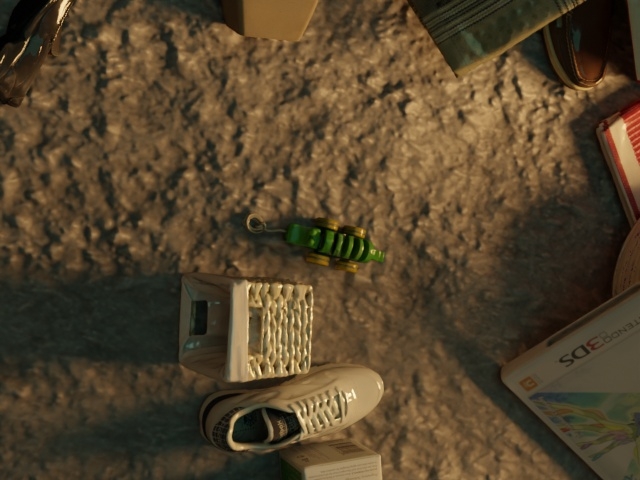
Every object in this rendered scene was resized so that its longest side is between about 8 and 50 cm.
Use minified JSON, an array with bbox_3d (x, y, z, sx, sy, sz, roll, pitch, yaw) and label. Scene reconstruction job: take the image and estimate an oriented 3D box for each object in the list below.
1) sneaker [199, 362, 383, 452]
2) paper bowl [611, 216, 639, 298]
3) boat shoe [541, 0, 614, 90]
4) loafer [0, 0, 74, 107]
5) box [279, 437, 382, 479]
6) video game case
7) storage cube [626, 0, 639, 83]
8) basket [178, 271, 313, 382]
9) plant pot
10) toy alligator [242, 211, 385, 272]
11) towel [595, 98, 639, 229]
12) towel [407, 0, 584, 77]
[{"bbox_3d":[-0.023,0.207,1.246,0.235,0.095,0.090,-13,94,-22],"label":"sneaker"},{"bbox_3d":[0.552,0.069,1.416,0.284,0.148,0.284,-4,100,-23],"label":"paper bowl"},{"bbox_3d":[0.347,-0.328,1.372,0.095,0.095,0.257,-9,95,-20],"label":"boat shoe"},{"bbox_3d":[-0.312,-0.224,1.150,0.170,0.062,0.061,-53,130,-8],"label":"loafer"},{"bbox_3d":[0.012,0.296,1.257,0.102,0.101,0.087,-6,94,-19],"label":"box"},{"bbox_3d":[0.455,0.204,1.361,0.300,0.036,0.329,-38,109,27],"label":"video game case"},{"bbox_3d":[0.489,-0.308,1.339,0.184,0.193,0.215,-6,96,21],"label":"storage cube"},{"bbox_3d":[-0.086,0.095,1.182,0.103,0.167,0.113,2,90,-26],"label":"basket"},{"bbox_3d":[-0.061,-0.287,1.214,0.109,0.109,0.096,1,109,-21],"label":"plant pot"},{"bbox_3d":[0.000,0.000,1.271,0.190,0.051,0.056,15,86,-21],"label":"toy alligator"},{"bbox_3d":[0.556,-0.125,1.492,0.329,0.037,0.237,-28,103,-16],"label":"towel"},{"bbox_3d":[0.219,-0.407,1.271,0.324,0.056,0.312,-30,93,10],"label":"towel"}]
